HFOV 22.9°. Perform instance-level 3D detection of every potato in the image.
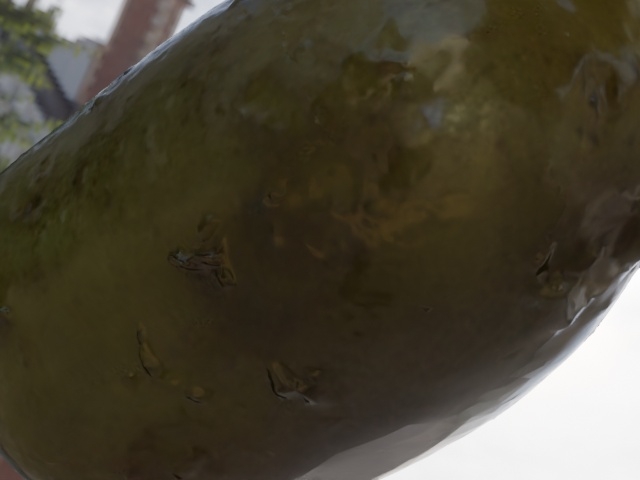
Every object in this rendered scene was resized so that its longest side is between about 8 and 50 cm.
[{"bbox_3d":[0.000,0.000,0.576,0.210,0.173,0.307,7,-31,-43],"label":"potato"}]
